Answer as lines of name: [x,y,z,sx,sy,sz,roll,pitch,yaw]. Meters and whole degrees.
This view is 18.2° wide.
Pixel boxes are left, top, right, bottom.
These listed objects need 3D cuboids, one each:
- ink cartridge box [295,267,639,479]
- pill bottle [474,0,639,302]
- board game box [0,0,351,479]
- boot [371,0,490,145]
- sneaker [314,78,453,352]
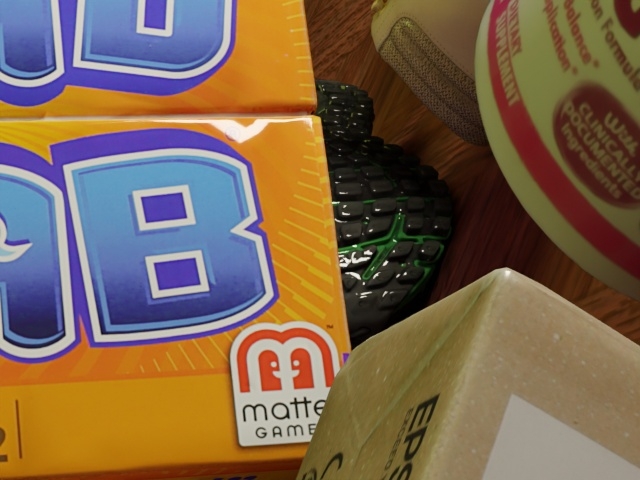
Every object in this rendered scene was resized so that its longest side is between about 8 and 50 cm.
ink cartridge box: [0.063,0.156,0.459,0.088,0.193,0.235,-36,27,57]
pill bottle: [0.185,-0.104,0.638,0.283,0.160,0.160,-46,19,48]
board game box: [-0.209,0.004,1.103,0.356,0.356,0.356,123,142,-66]
boot: [0.089,-0.211,1.211,0.203,0.095,0.262,-52,57,44]
sneaker: [0.000,0.000,1.308,0.343,0.134,0.146,-108,24,-69]
